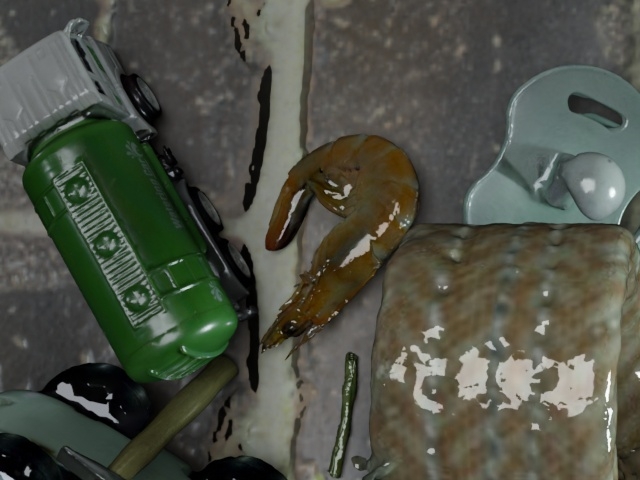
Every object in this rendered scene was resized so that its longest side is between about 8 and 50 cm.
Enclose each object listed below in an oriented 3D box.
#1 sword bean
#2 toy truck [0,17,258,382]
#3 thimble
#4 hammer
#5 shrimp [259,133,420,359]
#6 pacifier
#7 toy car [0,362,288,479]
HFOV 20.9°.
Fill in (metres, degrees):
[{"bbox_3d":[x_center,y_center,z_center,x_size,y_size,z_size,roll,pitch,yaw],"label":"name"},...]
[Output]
[{"bbox_3d":[0.016,0.115,1.145,0.012,0.012,0.083,8,86,14],"label":"sword bean"},{"bbox_3d":[-0.134,-0.020,1.134,0.101,0.125,0.242,-32,78,10],"label":"toy truck"},{"bbox_3d":[0.114,0.092,1.013,0.148,0.229,0.196,4,71,16],"label":"thimble"},{"bbox_3d":[-0.096,0.110,1.080,0.062,0.199,0.013,30,114,7],"label":"hammer"},{"bbox_3d":[-0.003,-0.001,1.141,0.095,0.045,0.162,41,97,13],"label":"shrimp"},{"bbox_3d":[0.162,-0.031,1.071,0.126,0.116,0.150,31,90,-12],"label":"pacifier"},{"bbox_3d":[-0.143,0.207,1.090,0.255,0.188,0.190,29,110,7],"label":"toy car"}]
